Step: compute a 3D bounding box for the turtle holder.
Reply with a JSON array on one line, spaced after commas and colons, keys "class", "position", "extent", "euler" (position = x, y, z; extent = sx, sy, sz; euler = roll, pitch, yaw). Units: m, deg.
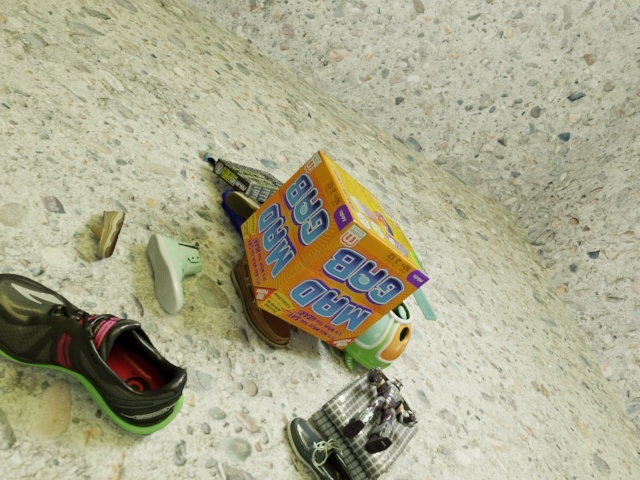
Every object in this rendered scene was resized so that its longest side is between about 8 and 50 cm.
[{"class": "turtle holder", "position": [0.174, 0.254, 1.689], "extent": [0.243, 0.227, 0.320], "euler": [23, 35, -26]}]

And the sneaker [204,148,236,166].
[{"class": "sneaker", "position": [-0.389, -0.298, 1.970], "extent": [0.135, 0.052, 0.058], "euler": [24, 43, -13]}]

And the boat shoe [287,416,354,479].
[{"class": "boat shoe", "position": [0.010, 0.546, 1.273], "extent": [0.095, 0.079, 0.255], "euler": [-4, 52, -50]}]

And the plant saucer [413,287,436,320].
[{"class": "plant saucer", "position": [0.436, 0.258, 2.181], "extent": [0.067, 0.018, 0.192], "euler": [13, 41, -38]}]

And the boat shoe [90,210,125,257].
[{"class": "boat shoe", "position": [-0.584, -0.020, 1.380], "extent": [0.072, 0.068, 0.190], "euler": [14, 28, -18]}]

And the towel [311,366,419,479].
[{"class": "towel", "position": [0.137, 0.504, 1.429], "extent": [0.235, 0.121, 0.283], "euler": [50, 32, 14]}]

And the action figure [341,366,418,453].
[{"class": "action figure", "position": [0.171, 0.440, 1.348], "extent": [0.185, 0.099, 0.285], "euler": [42, 29, 9]}]

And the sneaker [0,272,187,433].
[{"class": "sneaker", "position": [-0.478, 0.201, 1.061], "extent": [0.482, 0.202, 0.185], "euler": [35, 30, -10]}]

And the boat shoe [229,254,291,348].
[{"class": "boat shoe", "position": [-0.173, 0.174, 1.530], "extent": [0.110, 0.104, 0.307], "euler": [-5, 53, -51]}]

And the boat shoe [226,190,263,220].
[{"class": "boat shoe", "position": [-0.211, -0.091, 1.705], "extent": [0.223, 0.080, 0.073], "euler": [39, 30, 0]}]

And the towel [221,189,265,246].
[{"class": "towel", "position": [-0.216, -0.037, 1.800], "extent": [0.227, 0.076, 0.308], "euler": [12, 40, -50]}]

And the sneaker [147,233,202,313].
[{"class": "sneaker", "position": [-0.380, 0.091, 1.422], "extent": [0.151, 0.094, 0.256], "euler": [13, 41, -43]}]

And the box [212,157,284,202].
[{"class": "box", "position": [-0.238, -0.212, 1.916], "extent": [0.216, 0.060, 0.270], "euler": [39, 18, 34]}]

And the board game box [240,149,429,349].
[{"class": "board game box", "position": [0.030, 0.032, 1.523], "extent": [0.356, 0.356, 0.357], "euler": [35, 22, -37]}]
